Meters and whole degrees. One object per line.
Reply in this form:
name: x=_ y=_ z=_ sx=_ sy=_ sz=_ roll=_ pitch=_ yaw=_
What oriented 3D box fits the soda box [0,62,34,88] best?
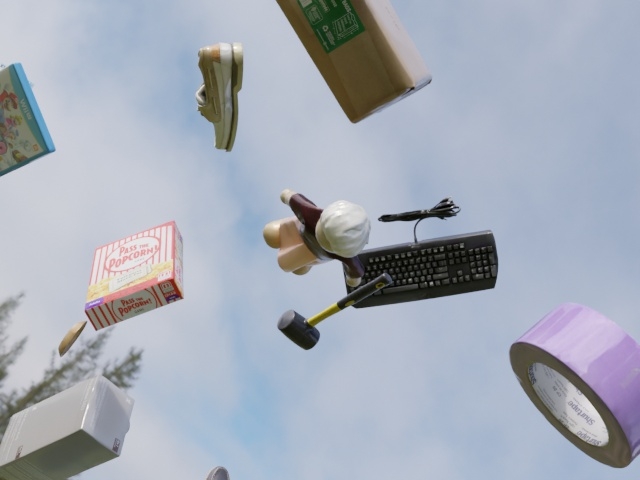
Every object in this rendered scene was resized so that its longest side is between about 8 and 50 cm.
soda box: x=-0.508 y=-0.176 z=1.224 sx=0.058 sy=0.063 sz=0.183 roll=33 pitch=-61 yaw=-21

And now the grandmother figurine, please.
grandmother figurine: x=0.000 y=0.000 z=1.392 sx=0.207 sy=0.104 sz=0.342 roll=41 pitch=-15 yaw=-8

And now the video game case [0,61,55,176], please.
video game case: x=-0.427 y=-0.145 z=1.049 sx=0.166 sy=0.015 sz=0.119 roll=-18 pitch=-84 yaw=28

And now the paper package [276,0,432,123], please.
paper package: x=0.080 y=-0.431 z=1.713 sx=0.168 sy=0.309 sz=0.325 roll=-29 pitch=-84 yaw=19

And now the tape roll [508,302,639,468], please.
tape roll: x=0.320 y=0.172 z=0.963 sx=0.189 sy=0.080 sz=0.189 roll=48 pitch=-16 yaw=18

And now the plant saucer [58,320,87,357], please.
plant saucer: x=-0.471 y=0.182 z=1.524 sx=0.015 sy=0.083 sz=0.083 roll=35 pitch=-30 yaw=-4

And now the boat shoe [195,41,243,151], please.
boat shoe: x=-0.246 y=-0.340 z=1.922 sx=0.103 sy=0.113 sz=0.302 roll=-1 pitch=-45 yaw=-12

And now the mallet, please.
mallet: x=0.016 y=0.091 z=1.139 sx=0.062 sy=0.039 sz=0.189 roll=34 pitch=-55 yaw=-23

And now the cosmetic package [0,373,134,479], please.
cosmetic package: x=-0.459 y=0.349 z=1.448 sx=0.238 sy=0.127 sz=0.107 roll=-30 pitch=-56 yaw=24

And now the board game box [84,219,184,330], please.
board game box: x=-0.296 y=0.052 z=1.301 sx=0.193 sy=0.146 sz=0.045 roll=-109 pitch=178 yaw=-60

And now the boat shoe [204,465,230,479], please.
boat shoe: x=-0.229 y=0.598 z=1.827 sx=0.075 sy=0.206 sz=0.065 roll=34 pitch=-54 yaw=-22

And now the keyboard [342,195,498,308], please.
keyboard: x=0.199 y=0.022 z=1.659 sx=0.033 sy=0.317 sz=0.202 roll=21 pitch=59 yaw=-80
